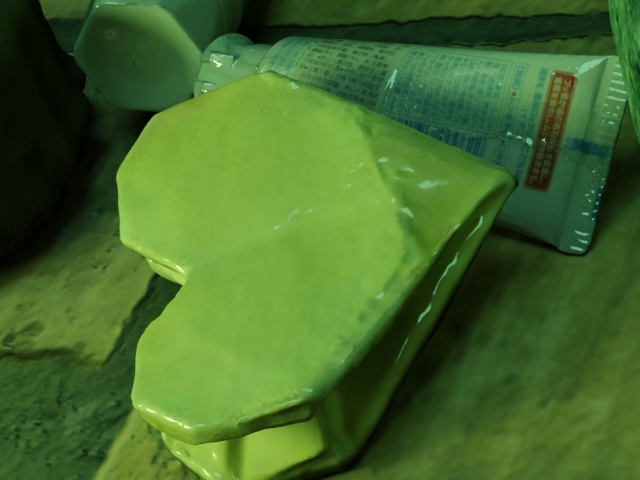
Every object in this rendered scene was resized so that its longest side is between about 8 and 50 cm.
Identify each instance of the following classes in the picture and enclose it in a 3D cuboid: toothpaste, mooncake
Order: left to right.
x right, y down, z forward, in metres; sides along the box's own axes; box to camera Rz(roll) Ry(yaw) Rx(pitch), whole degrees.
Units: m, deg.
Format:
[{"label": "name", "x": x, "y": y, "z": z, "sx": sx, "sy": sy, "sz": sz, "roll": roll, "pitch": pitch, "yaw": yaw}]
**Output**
[{"label": "mooncake", "x": -0.237, "y": -0.060, "z": 0.914, "sx": 0.228, "sy": 0.124, "sz": 0.228, "roll": -17, "pitch": 35, "yaw": 13}, {"label": "toothpaste", "x": -0.058, "y": -0.213, "z": 1.024, "sx": 0.125, "sy": 0.080, "sz": 0.371, "roll": -9, "pitch": 37, "yaw": 21}, {"label": "toothpaste", "x": 0.038, "y": -0.060, "z": 0.808, "sx": 0.234, "sy": 0.057, "sz": 0.089, "roll": 15, "pitch": 92, "yaw": 40}]

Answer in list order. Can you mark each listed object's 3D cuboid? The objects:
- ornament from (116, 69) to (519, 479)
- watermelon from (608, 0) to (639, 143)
[{"label": "ornament", "x": 0.000, "y": 0.000, "z": 0.738, "sx": 0.180, "sy": 0.059, "sz": 0.201, "roll": -20, "pitch": 49, "yaw": 12}, {"label": "watermelon", "x": 0.255, "y": -0.149, "z": 0.692, "sx": 0.258, "sy": 0.228, "sz": 0.387, "roll": 7, "pitch": 54, "yaw": 22}]
